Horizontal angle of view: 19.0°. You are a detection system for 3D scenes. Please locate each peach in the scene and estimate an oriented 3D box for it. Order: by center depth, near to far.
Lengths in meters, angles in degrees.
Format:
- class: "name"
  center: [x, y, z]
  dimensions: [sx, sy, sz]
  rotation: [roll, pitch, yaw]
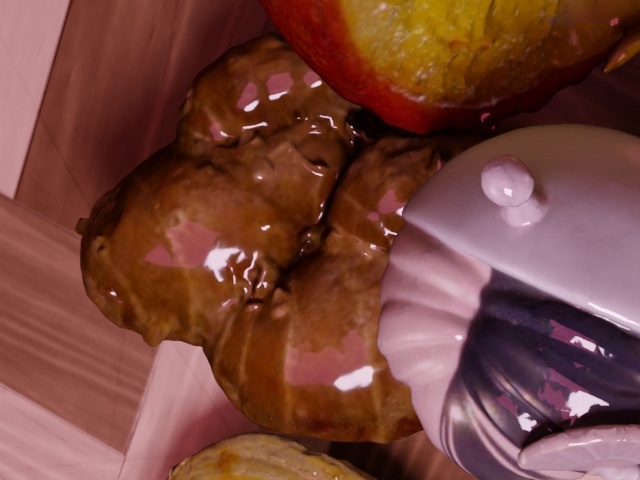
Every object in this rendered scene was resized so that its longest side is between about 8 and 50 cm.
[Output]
- class: "peach"
  center: [0.097, -0.284, 1.167]
  dimensions: [0.335, 0.310, 0.406]
  rotation: [-7, 132, -16]

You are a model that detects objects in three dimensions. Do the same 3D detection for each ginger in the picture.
- class: "ginger"
  center: [0.008, 0.009, 1.405]
  dimensions: [0.357, 0.152, 0.274]
  rotation: [35, 98, 12]

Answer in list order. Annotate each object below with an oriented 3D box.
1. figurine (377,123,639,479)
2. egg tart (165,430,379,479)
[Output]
- class: "figurine"
  center: [0.185, 0.024, 1.195]
  dimensions: [0.253, 0.361, 0.211]
  rotation: [6, 105, 41]
- class: "egg tart"
  center: [-0.015, 0.268, 1.526]
  dimensions: [0.279, 0.095, 0.279]
  rotation: [12, 115, 26]
